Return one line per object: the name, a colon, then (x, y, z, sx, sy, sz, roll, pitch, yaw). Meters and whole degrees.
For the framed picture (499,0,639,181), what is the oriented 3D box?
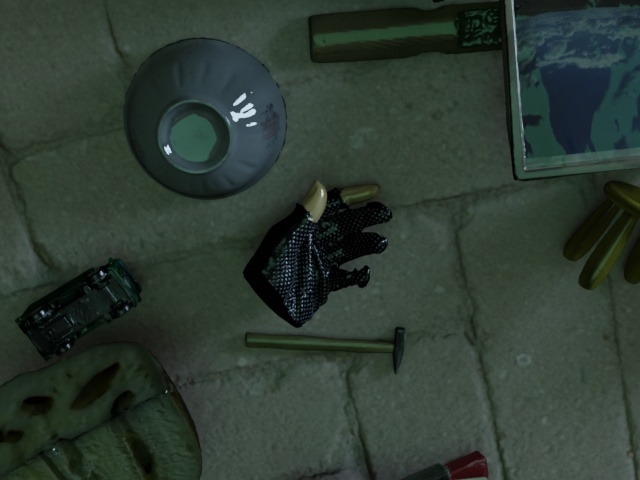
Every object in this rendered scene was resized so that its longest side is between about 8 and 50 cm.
framed picture: (0.283, -0.197, 0.935, 0.189, 0.023, 0.260, -5, 96, 3)

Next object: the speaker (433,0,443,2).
speaker: (-0.025, -0.380, 0.890, 0.388, 0.184, 0.180, 28, 107, 3)

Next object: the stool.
stool: (0.349, 0.004, 1.022, 0.135, 0.134, 0.111, -3, 121, -46)

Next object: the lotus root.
lotus root: (-0.269, 0.268, 1.101, 0.267, 0.149, 0.260, -26, 135, -5)

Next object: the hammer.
hammer: (0.005, 0.132, 1.123, 0.198, 0.013, 0.062, 3, 109, 0)

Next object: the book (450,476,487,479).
book: (0.095, 0.479, 1.202, 0.268, 0.032, 0.389, -6, 117, -2)

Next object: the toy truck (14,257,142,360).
toy truck: (-0.283, 0.079, 1.074, 0.147, 0.079, 0.065, -30, 105, 12)

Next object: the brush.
brush: (0.128, -0.226, 0.979, 0.282, 0.048, 0.054, -3, 105, 3)

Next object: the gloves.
gloves: (0.000, 0.001, 1.046, 0.181, 0.106, 0.129, -46, 106, -14)

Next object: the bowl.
bowl: (-0.132, -0.123, 0.997, 0.189, 0.086, 0.189, 0, 110, 0)

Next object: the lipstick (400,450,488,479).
lipstick: (0.078, 0.353, 1.182, 0.312, 0.051, 0.051, -26, 108, 7)
